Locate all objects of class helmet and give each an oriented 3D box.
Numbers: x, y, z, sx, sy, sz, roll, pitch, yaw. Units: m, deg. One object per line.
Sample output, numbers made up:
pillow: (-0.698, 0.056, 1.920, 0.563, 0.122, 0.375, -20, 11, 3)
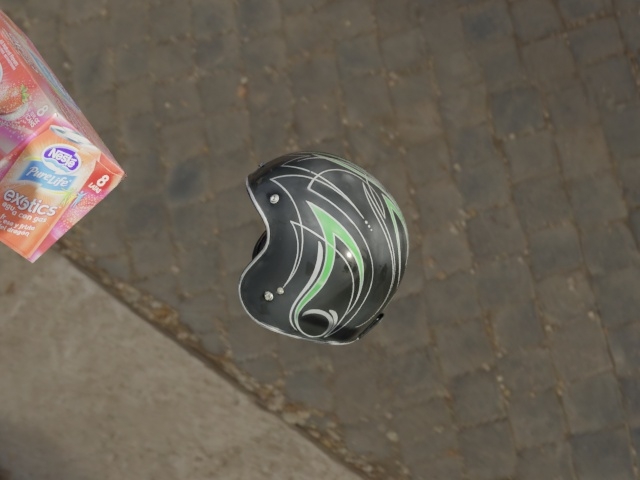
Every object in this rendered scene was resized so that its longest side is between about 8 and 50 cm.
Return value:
helmet: (0.000, 0.000, 1.167, 0.169, 0.169, 0.162, 26, 106, 26)

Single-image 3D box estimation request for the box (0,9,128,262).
box: (-0.365, -0.141, 1.401, 0.154, 0.142, 0.300, -42, 52, 1)
